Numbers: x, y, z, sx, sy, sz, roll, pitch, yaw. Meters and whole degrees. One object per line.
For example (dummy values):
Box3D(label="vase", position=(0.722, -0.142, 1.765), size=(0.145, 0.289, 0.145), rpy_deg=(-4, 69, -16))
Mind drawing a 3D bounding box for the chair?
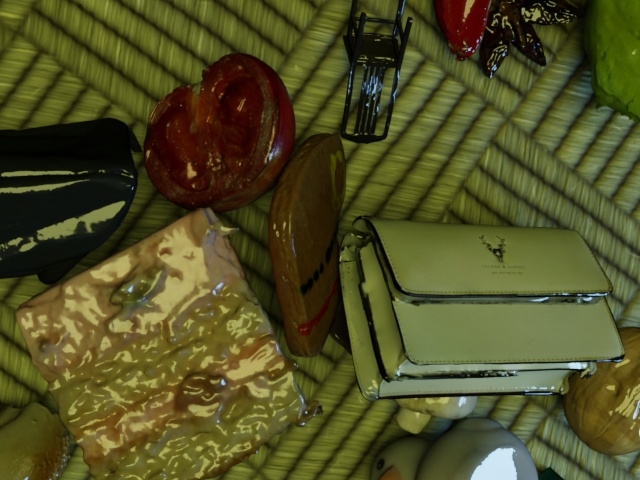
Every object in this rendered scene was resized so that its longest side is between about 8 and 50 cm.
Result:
Box3D(label="chair", position=(0.075, -0.256, 1.341), size=(0.084, 0.101, 0.212), rpy_deg=(4, 131, -7))

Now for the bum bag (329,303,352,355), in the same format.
Box3D(label="bum bag", position=(0.076, 0.112, 1.344), size=(0.109, 0.026, 0.159), rpy_deg=(43, 50, -15))

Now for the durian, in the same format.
Box3D(label="durian", position=(0.509, -0.336, 1.332), size=(0.256, 0.204, 0.339), rpy_deg=(-7, 91, -33))

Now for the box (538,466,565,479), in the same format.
Box3D(label="box", position=(0.389, 0.504, 1.431), size=(0.153, 0.092, 0.245), rpy_deg=(-38, 99, -4))

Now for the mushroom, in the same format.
Box3D(label="mushroom", position=(0.155, 0.225, 1.346), size=(0.154, 0.154, 0.122), rpy_deg=(22, 88, -9))

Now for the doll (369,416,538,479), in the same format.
Box3D(label="doll", position=(0.191, 0.365, 1.354), size=(0.251, 0.221, 0.221), rpy_deg=(1, 95, -36))

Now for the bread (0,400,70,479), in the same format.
Box3D(label="bread", position=(-0.491, 0.361, 1.253), size=(0.314, 0.192, 0.171), rpy_deg=(-34, 97, -4))

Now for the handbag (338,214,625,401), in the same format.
Box3D(label="handbag", position=(0.222, 0.086, 1.273), size=(0.359, 0.160, 0.236), rpy_deg=(3, 57, -25))

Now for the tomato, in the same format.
Box3D(label="tomato", position=(-0.122, -0.138, 1.280), size=(0.233, 0.140, 0.200), rpy_deg=(-21, 70, 28))

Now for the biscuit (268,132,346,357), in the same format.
Box3D(label="biscuit", position=(0.002, 0.000, 1.290), size=(0.052, 0.262, 0.277), rpy_deg=(3, 118, 19))

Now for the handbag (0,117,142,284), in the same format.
Box3D(label="handbag", position=(-0.364, -0.052, 1.192), size=(0.275, 0.302, 0.177), rpy_deg=(-1, 109, -16))

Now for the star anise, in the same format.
Box3D(label="star anise", position=(0.307, -0.336, 1.367), size=(0.157, 0.053, 0.212), rpy_deg=(22, 91, -5))

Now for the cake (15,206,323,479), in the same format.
Box3D(label="cake", position=(-0.209, 0.154, 1.228), size=(0.314, 0.293, 0.306), rpy_deg=(-28, 94, -9))

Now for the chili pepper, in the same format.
Box3D(label="chili pepper", position=(0.227, -0.456, 1.321), size=(0.110, 0.110, 0.387), rpy_deg=(10, 94, -8))

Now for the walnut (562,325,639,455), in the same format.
Box3D(label="walnut", position=(0.461, 0.232, 1.385), size=(0.165, 0.165, 0.197), rpy_deg=(33, 90, -9))
